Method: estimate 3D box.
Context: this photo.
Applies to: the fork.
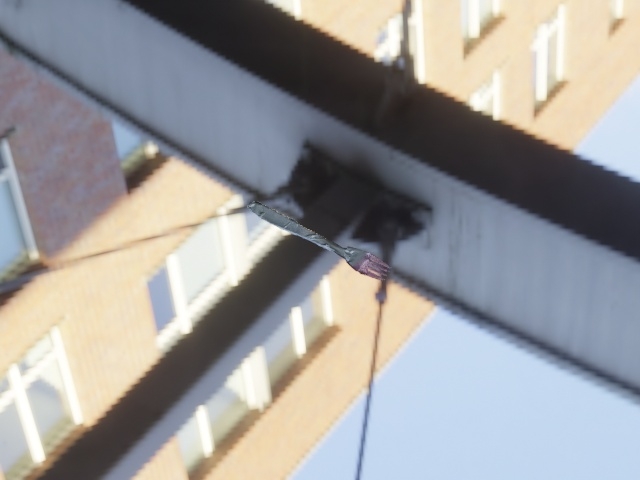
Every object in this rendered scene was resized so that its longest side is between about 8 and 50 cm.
[{"bbox_3d":[0.000,0.000,1.063,0.016,0.115,0.012,-65,-158,-7],"label":"fork"}]
